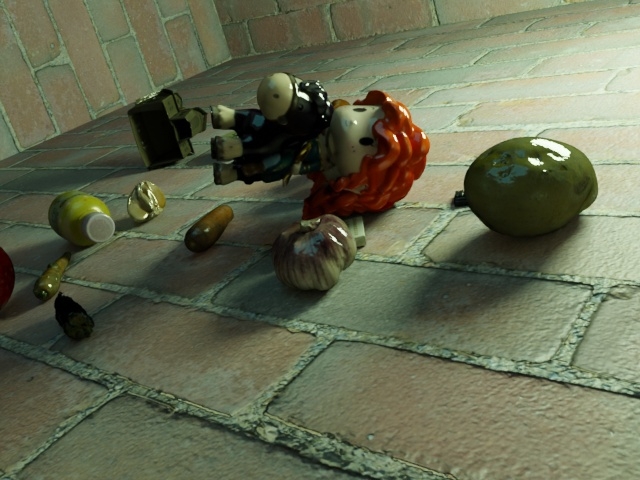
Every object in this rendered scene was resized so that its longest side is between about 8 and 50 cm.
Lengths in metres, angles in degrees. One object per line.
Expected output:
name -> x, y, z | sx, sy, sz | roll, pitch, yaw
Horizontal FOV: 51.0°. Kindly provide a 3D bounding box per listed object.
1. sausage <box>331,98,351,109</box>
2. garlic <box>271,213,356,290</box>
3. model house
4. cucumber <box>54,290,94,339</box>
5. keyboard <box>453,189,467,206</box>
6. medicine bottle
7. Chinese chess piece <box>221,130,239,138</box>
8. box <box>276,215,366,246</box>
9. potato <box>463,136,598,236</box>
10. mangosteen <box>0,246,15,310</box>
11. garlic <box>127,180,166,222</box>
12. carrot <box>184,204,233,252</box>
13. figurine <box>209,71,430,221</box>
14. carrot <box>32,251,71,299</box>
sausage -> 0.025, -0.324, 1.861 | 0.102, 0.076, 0.302 | -2, 27, 28
garlic -> -0.013, 0.013, 1.107 | 0.147, 0.102, 0.159 | -15, 27, 21
model house -> -0.457, -0.374, 2.126 | 0.204, 0.212, 0.243 | -9, 25, 13
cucumber -> -0.447, 0.133, 1.204 | 0.053, 0.053, 0.181 | -27, 23, -23
keyboard -> 0.341, -0.094, 1.222 | 0.195, 0.018, 0.060 | -9, 22, 16
medicine bottle -> -0.552, -0.046, 1.573 | 0.121, 0.122, 0.212 | -30, 27, -28
Chinese chess piece -> -0.238, -0.289, 1.981 | 0.144, 0.059, 0.144 | -14, 23, 6
box -> 0.000, 0.000, 1.229 | 0.166, 0.024, 0.090 | -13, 25, 6
potato -> 0.330, -0.086, 1.050 | 0.235, 0.160, 0.178 | -12, 44, -25
mangosteen -> -0.722, 0.101, 1.300 | 0.215, 0.215, 0.258 | 3, 65, 37
garlic -> -0.434, -0.091, 1.652 | 0.074, 0.094, 0.113 | -40, 5, 39
carrot -> -0.227, -0.029, 1.404 | 0.060, 0.060, 0.186 | -7, 22, 21
figurine -> -0.010, -0.177, 1.253 | 0.306, 0.411, 0.241 | -50, 40, 31
carrot -> -0.569, 0.067, 1.445 | 0.049, 0.049, 0.254 | -18, 19, -3
